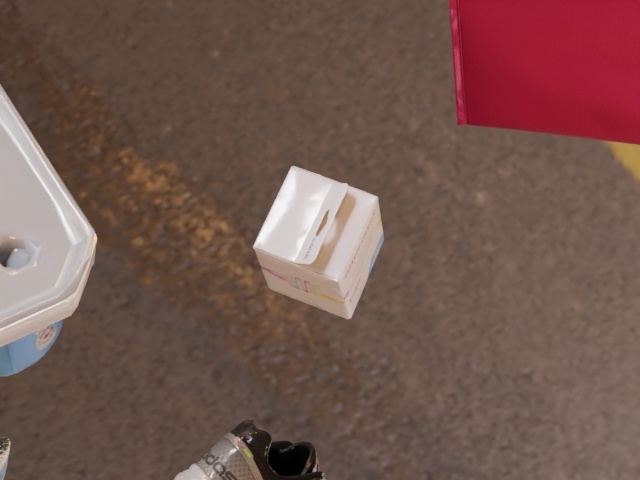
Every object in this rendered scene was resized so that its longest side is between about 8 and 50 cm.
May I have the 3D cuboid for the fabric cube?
[{"bbox_3d":[0.258,-0.248,1.253,0.259,0.258,0.254,-65,155,-42],"label":"fabric cube"}]

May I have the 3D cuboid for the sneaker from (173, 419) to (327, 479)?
[{"bbox_3d":[-0.014,0.174,1.029,0.170,0.063,0.075,39,88,-32],"label":"sneaker"}]

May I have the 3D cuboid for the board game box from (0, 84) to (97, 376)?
[{"bbox_3d":[-0.320,-0.046,0.421,0.390,0.050,0.390,-25,63,-23],"label":"board game box"}]

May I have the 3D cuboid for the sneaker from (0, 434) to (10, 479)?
[{"bbox_3d":[-0.454,0.335,2.099,0.162,0.063,0.073,-65,160,-53],"label":"sneaker"}]

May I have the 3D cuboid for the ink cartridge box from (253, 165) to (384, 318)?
[{"bbox_3d":[0.000,0.000,1.475,0.143,0.090,0.092,75,37,-70],"label":"ink cartridge box"}]
